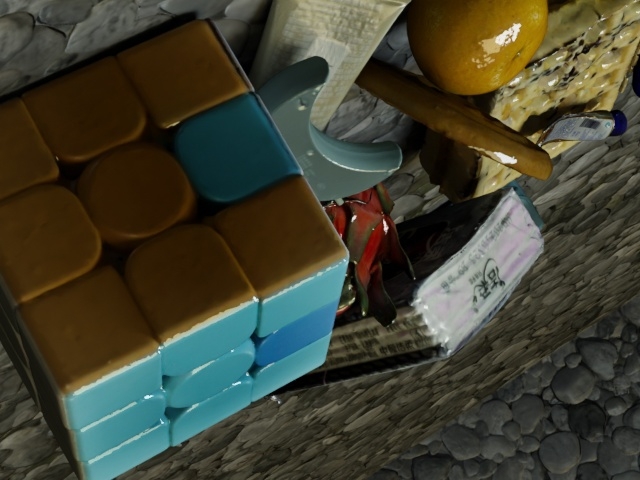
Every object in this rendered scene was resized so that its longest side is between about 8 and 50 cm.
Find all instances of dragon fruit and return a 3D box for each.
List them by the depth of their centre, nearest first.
[{"bbox_3d":[0.000,0.000,1.815,0.192,0.274,0.193,-24,121,3],"label":"dragon fruit"}]

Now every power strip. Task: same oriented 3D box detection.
[{"bbox_3d":[-0.004,-0.097,1.607,0.137,0.044,0.216,-27,142,12],"label":"power strip"}]

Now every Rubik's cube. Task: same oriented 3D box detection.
[{"bbox_3d":[-0.171,0.017,1.497,0.292,0.291,0.290,-26,159,-17],"label":"Rubik's cube"}]

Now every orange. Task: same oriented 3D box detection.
[{"bbox_3d":[0.161,-0.232,1.640,0.159,0.136,0.159,-39,156,-21],"label":"orange"}]

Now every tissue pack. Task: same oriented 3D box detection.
[{"bbox_3d":[0.083,0.071,1.982,0.361,0.122,0.259,-19,-159,49],"label":"tissue pack"}]

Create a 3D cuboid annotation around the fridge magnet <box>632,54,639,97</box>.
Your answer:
[{"bbox_3d":[0.481,-0.289,1.972,0.265,0.113,0.265,-55,168,-17],"label":"fridge magnet"}]

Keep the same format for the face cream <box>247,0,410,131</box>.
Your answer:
[{"bbox_3d":[-0.026,-0.157,1.614,0.137,0.084,0.341,10,142,-17],"label":"face cream"}]

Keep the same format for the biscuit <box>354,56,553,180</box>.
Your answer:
[{"bbox_3d":[0.140,-0.138,1.691,0.262,0.262,0.037,9,111,-62],"label":"biscuit"}]

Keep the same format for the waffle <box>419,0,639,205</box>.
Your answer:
[{"bbox_3d":[0.269,-0.200,1.922,0.261,0.114,0.376,-27,160,-15],"label":"waffle"}]

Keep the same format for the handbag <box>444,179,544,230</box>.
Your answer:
[{"bbox_3d":[0.245,-0.020,2.398,0.179,0.062,0.229,-35,161,5],"label":"handbag"}]

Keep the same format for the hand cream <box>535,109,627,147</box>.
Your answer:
[{"bbox_3d":[0.317,-0.136,1.949,0.163,0.039,0.062,-14,155,-37],"label":"hand cream"}]
